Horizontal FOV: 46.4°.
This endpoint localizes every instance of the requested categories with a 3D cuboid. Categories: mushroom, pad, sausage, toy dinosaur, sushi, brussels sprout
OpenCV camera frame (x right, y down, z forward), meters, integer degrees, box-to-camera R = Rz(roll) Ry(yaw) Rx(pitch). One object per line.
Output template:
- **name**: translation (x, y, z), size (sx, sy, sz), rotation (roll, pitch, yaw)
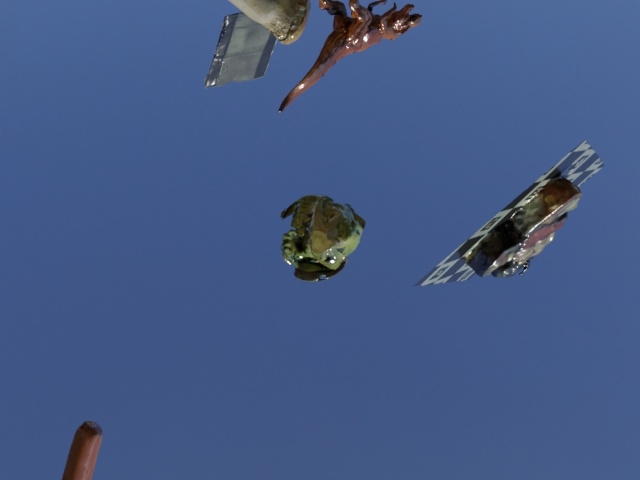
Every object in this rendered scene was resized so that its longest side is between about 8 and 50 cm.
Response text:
- **mushroom**: translation (-0.109, -0.380, 1.116), size (0.209, 0.071, 0.084), rotation (31, -90, -17)
- **pad**: translation (-0.169, -0.443, 1.718), size (0.174, 0.233, 0.022), rotation (-19, -111, -32)
- **sausage**: translation (-0.366, 0.339, 1.138), size (0.039, 0.131, 0.041), rotation (11, -174, -45)
- **toy dinosaur**: translation (0.049, -0.471, 1.654), size (0.432, 0.208, 0.097), rotation (-31, -137, -20)
- **sushi**: translation (0.347, -0.006, 1.242), size (0.069, 0.339, 0.320), rotation (53, -161, 18)
- **brussels sprout**: translation (0.000, 0.000, 0.711), size (0.085, 0.085, 0.058), rotation (8, -163, -3)
